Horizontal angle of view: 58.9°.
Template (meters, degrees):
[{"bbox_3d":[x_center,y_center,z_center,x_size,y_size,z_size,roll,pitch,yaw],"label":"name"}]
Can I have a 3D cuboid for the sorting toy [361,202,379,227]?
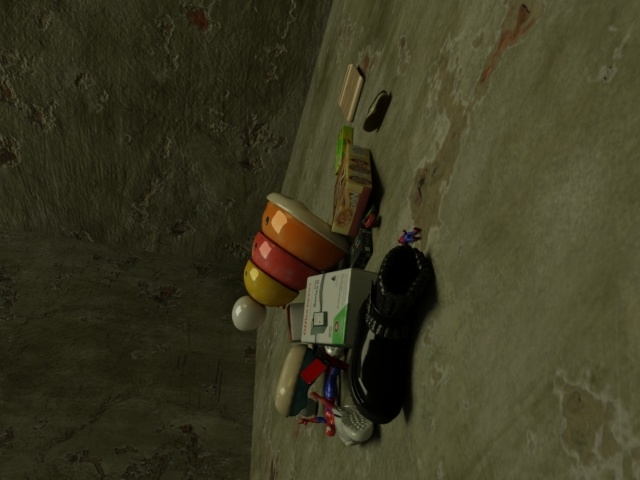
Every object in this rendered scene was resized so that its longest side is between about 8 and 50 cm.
[{"bbox_3d":[0.160,-0.067,1.741,0.061,0.042,0.102,-52,15,36],"label":"sorting toy"}]

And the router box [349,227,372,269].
[{"bbox_3d":[0.127,0.035,1.795,0.122,0.038,0.092,114,161,-48],"label":"router box"}]

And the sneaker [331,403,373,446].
[{"bbox_3d":[0.092,0.504,1.510,0.235,0.090,0.095,153,114,-80],"label":"sneaker"}]

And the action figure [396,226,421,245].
[{"bbox_3d":[0.218,-0.007,1.427,0.115,0.030,0.038,135,138,-74],"label":"action figure"}]

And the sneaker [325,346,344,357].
[{"bbox_3d":[0.057,0.263,1.869,0.229,0.086,0.132,-108,34,-47],"label":"sneaker"}]

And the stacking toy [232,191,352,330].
[{"bbox_3d":[-0.147,0.107,1.945,0.480,0.350,0.350,-56,12,-1],"label":"stacking toy"}]

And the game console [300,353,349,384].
[{"bbox_3d":[0.019,0.410,1.767,0.144,0.124,0.085,-179,107,-78],"label":"game console"}]

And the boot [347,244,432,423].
[{"bbox_3d":[0.158,0.207,1.281,0.260,0.131,0.348,114,162,-50],"label":"boot"}]

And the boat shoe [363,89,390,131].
[{"bbox_3d":[0.186,-0.425,1.868,0.049,0.056,0.152,-85,21,-45],"label":"boat shoe"}]

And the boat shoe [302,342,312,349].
[{"bbox_3d":[-0.030,0.380,2.256,0.065,0.075,0.206,51,-159,-42],"label":"boat shoe"}]

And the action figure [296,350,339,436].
[{"bbox_3d":[-0.003,0.491,1.819,0.091,0.139,0.280,110,162,-44],"label":"action figure"}]

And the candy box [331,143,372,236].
[{"bbox_3d":[0.102,-0.173,1.874,0.316,0.087,0.183,-84,8,-59],"label":"candy box"}]

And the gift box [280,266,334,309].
[{"bbox_3d":[-0.096,0.133,2.233,0.255,0.276,0.258,-67,-7,-88],"label":"gift box"}]

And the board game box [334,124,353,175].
[{"bbox_3d":[0.093,-0.356,2.260,0.092,0.043,0.181,123,154,-61],"label":"board game box"}]

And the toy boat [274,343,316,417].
[{"bbox_3d":[-0.071,0.517,1.988,0.318,0.148,0.268,101,-175,-48],"label":"toy boat"}]

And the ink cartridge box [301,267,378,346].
[{"bbox_3d":[0.060,0.204,1.645,0.289,0.121,0.211,-19,62,63],"label":"ink cartridge box"}]

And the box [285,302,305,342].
[{"bbox_3d":[-0.068,0.292,2.012,0.170,0.090,0.130,119,147,-75],"label":"box"}]

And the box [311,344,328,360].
[{"bbox_3d":[0.016,0.294,2.064,0.183,0.056,0.231,112,162,-47],"label":"box"}]

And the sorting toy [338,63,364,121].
[{"bbox_3d":[0.130,-0.606,2.326,0.208,0.038,0.193,-108,29,-57],"label":"sorting toy"}]
